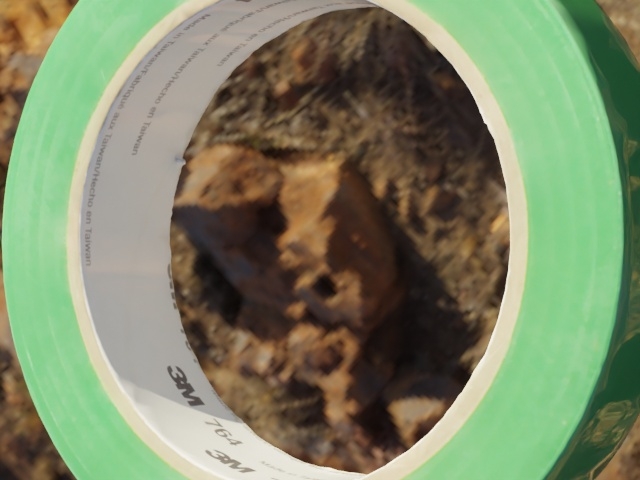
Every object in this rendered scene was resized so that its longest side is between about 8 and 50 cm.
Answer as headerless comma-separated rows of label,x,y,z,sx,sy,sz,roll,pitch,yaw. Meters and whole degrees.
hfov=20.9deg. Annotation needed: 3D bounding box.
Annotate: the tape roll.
tape roll,0.000,0.000,0.794,0.321,0.077,0.321,0,89,30
